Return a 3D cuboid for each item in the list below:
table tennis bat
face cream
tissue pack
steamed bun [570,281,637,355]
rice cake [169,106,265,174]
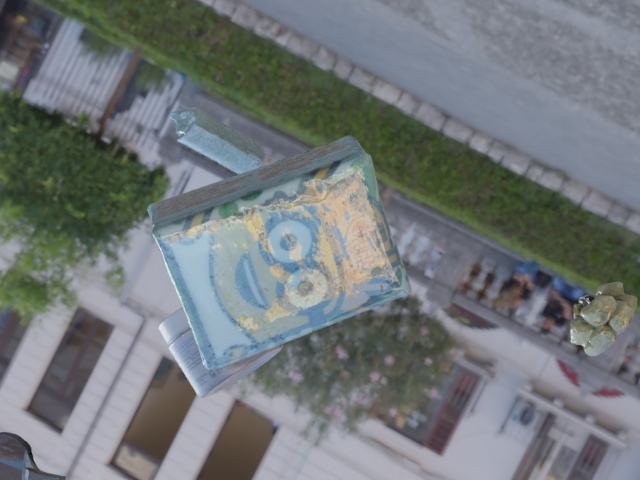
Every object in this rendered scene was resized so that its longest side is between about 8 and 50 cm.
[{"bbox_3d":[-0.551,0.421,1.794,0.220,0.130,0.019,5,179,30],"label":"table tennis bat"},{"bbox_3d":[-0.177,0.175,1.759,0.153,0.177,0.177,57,-175,7],"label":"face cream"},{"bbox_3d":[-0.054,0.016,1.361,0.128,0.311,0.228,-119,10,-65],"label":"tissue pack"},{"bbox_3d":[0.688,0.177,2.426,0.106,0.192,0.177,39,-147,-4],"label":"steamed bun"},{"bbox_3d":[-0.193,-0.190,1.900,0.206,0.069,0.063,30,-139,-42],"label":"rice cake"}]
